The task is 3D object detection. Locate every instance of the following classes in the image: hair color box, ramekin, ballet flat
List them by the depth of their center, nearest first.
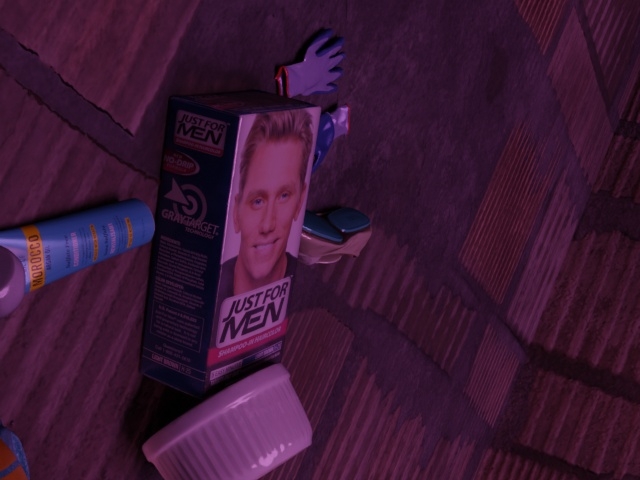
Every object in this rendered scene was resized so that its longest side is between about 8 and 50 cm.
[{"bbox_3d":[-0.109,-0.001,1.274,0.174,0.105,0.347,-18,121,-57],"label":"hair color box"},{"bbox_3d":[-0.107,0.251,1.308,0.207,0.109,0.207,-31,169,-6],"label":"ramekin"},{"bbox_3d":[0.000,0.000,1.505,0.248,0.086,0.086,-2,108,-61],"label":"ballet flat"}]

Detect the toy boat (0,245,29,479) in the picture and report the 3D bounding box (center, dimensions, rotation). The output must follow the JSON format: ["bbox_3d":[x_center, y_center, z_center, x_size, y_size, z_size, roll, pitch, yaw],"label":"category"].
[{"bbox_3d":[-0.309,0.166,0.905,0.148,0.267,0.318,-9,99,-12],"label":"toy boat"}]

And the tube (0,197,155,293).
[{"bbox_3d":[-0.263,0.006,1.073,0.207,0.052,0.080,-24,115,-47],"label":"tube"}]

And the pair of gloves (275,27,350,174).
[{"bbox_3d":[-0.009,-0.184,1.432,0.159,0.023,0.198,-36,135,-45],"label":"pair of gloves"}]
